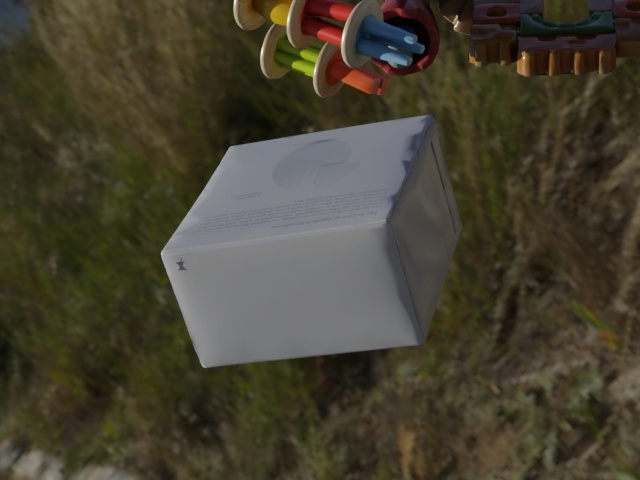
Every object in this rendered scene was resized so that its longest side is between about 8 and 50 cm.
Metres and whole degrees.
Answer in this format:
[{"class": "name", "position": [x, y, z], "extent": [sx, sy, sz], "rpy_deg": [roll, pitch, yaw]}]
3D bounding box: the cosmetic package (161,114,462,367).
[{"class": "cosmetic package", "position": [0.000, 0.000, 1.412], "extent": [0.224, 0.138, 0.224], "rpy_deg": [-7, 26, 20]}]

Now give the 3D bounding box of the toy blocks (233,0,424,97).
[{"class": "toy blocks", "position": [0.018, -0.147, 1.126], "extent": [0.148, 0.123, 0.054], "rpy_deg": [23, 72, 27]}]

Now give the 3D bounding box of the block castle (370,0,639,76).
[{"class": "block castle", "position": [0.262, -0.335, 1.590], "extent": [0.453, 0.303, 0.213], "rpy_deg": [-2, 35, 9]}]
